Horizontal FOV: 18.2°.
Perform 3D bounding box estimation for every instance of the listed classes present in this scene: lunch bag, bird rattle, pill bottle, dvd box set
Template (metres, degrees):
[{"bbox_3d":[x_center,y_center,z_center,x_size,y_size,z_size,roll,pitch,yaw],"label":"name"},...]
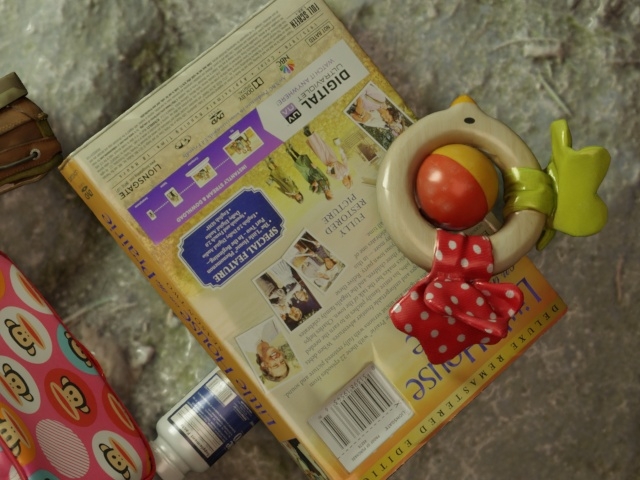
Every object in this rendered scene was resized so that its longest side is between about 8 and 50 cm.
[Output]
[{"bbox_3d":[-0.283,0.140,1.796,0.120,0.258,0.293,-39,85,25],"label":"lunch bag"},{"bbox_3d":[0.142,-0.020,1.877,0.253,0.143,0.207,-43,83,-11],"label":"bird rattle"},{"bbox_3d":[-0.113,0.178,1.898,0.120,0.067,0.067,-43,94,-8],"label":"pill bottle"},{"bbox_3d":[0.000,0.000,1.894,0.307,0.062,0.420,-41,94,-22],"label":"dvd box set"}]

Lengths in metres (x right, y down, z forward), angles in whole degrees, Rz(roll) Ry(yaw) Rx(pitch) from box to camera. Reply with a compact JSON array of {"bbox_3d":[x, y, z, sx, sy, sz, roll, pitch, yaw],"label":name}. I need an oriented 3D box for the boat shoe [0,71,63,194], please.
[{"bbox_3d":[-0.373,-0.035,1.827,0.307,0.111,0.104,-36,96,-18],"label":"boat shoe"}]
